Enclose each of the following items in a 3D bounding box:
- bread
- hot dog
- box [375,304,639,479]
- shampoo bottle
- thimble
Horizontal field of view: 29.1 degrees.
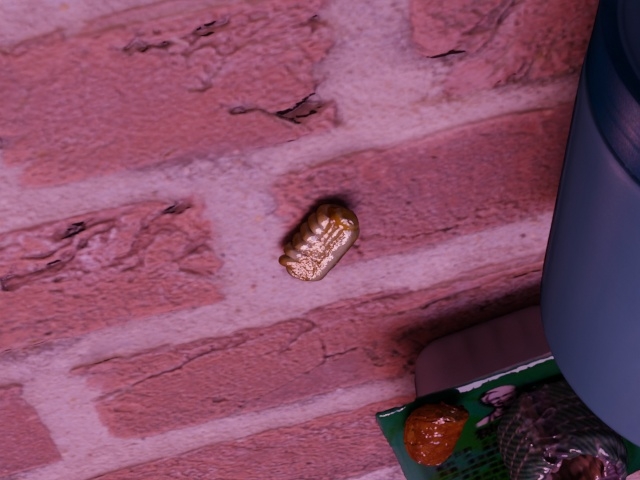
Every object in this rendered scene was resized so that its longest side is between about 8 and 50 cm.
[{"bbox_3d":[0.000,0.000,1.095,0.049,0.033,0.088,23,124,-21],"label":"bread"},{"bbox_3d":[0.111,0.182,1.184,0.058,0.035,0.083,-1,137,-18],"label":"hot dog"},{"bbox_3d":[0.206,0.187,1.336,0.264,0.106,0.336,-20,140,3],"label":"box"},{"bbox_3d":[0.349,-0.033,0.949,0.331,0.331,0.342,-10,143,-8],"label":"shampoo bottle"},{"bbox_3d":[0.241,0.207,1.219,0.118,0.090,0.135,-15,139,-7],"label":"thimble"}]
